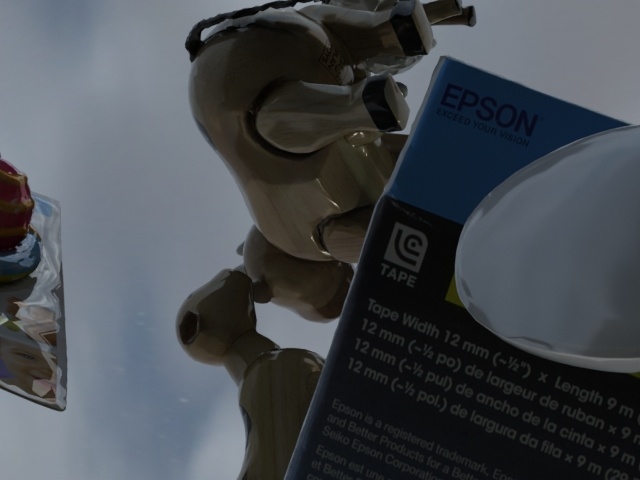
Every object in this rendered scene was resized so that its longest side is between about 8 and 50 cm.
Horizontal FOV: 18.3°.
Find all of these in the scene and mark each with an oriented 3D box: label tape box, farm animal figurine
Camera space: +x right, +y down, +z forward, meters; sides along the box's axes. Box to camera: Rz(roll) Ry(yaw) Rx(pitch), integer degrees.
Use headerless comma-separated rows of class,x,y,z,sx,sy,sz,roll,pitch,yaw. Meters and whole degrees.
label tape box,0.121,0.115,0.962,0.249,0.115,0.347,22,-82,19
farm animal figurine,0.000,0.000,1.172,0.330,0.172,0.326,-57,-44,-55

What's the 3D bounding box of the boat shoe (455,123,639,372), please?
boat shoe,0.206,0.009,0.817,0.102,0.301,0.108,41,-134,-50

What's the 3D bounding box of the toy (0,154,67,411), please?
toy,-0.168,-0.016,0.862,0.137,0.237,0.056,21,-70,-15
